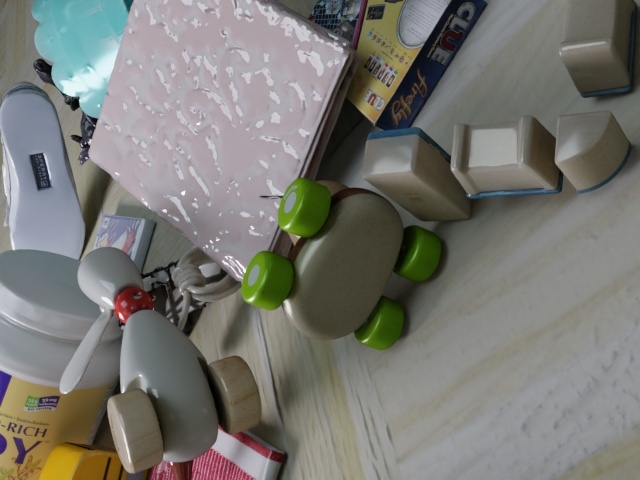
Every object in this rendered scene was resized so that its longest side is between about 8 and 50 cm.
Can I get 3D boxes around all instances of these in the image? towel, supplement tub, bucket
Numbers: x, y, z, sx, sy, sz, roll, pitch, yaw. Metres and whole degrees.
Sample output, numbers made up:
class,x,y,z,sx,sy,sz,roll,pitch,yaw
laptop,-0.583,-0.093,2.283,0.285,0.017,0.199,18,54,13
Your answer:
class,x,y,z,sx,sy,sz,roll,pitch,yaw
towel,-0.129,-0.152,1.017,0.332,0.053,0.317,37,117,27
towel,-0.157,0.366,0.974,0.237,0.037,0.329,11,83,54
supplement tub,-0.421,0.205,1.217,0.241,0.241,0.331,44,114,53
bucket,-0.248,-0.314,1.227,0.183,0.281,0.281,-17,60,38

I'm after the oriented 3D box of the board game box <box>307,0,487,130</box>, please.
class,x,y,z,sx,sy,sz,roll,pitch,yaw
board game box,0.066,-0.241,0.955,0.165,0.042,0.243,-58,37,17

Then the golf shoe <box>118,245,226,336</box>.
class,x,y,z,sx,sy,sz,roll,pitch,yaw
golf shoe,-0.195,0.061,1.122,0.198,0.094,0.077,-58,35,15

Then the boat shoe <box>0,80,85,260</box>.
class,x,y,z,sx,sy,sz,roll,pitch,yaw
boat shoe,-0.514,-0.110,1.525,0.156,0.136,0.367,-131,33,-58

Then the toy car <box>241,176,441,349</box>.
class,x,y,z,sx,sy,sz,roll,pitch,yaw
toy car,0.000,0.000,0.845,0.149,0.155,0.188,-63,26,11

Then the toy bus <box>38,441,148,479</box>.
class,x,y,z,sx,sy,sz,roll,pitch,yaw
toy bus,-0.327,0.434,1.088,0.108,0.130,0.333,-7,69,51

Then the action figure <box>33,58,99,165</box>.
class,x,y,z,sx,sy,sz,roll,pitch,yaw
action figure,-0.387,-0.236,1.497,0.164,0.141,0.276,-46,67,19

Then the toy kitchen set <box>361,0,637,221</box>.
class,x,y,z,sx,sy,sz,roll,pitch,yaw
toy kitchen set,0.163,-0.115,0.731,0.207,0.122,0.166,-1,71,32

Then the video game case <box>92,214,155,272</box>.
class,x,y,z,sx,sy,sz,roll,pitch,yaw
video game case,-0.344,0.058,1.388,0.183,0.023,0.201,6,79,54

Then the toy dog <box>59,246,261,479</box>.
class,x,y,z,sx,sy,sz,roll,pitch,yaw
toy dog,-0.192,0.155,0.986,0.334,0.220,0.161,-106,21,-54
